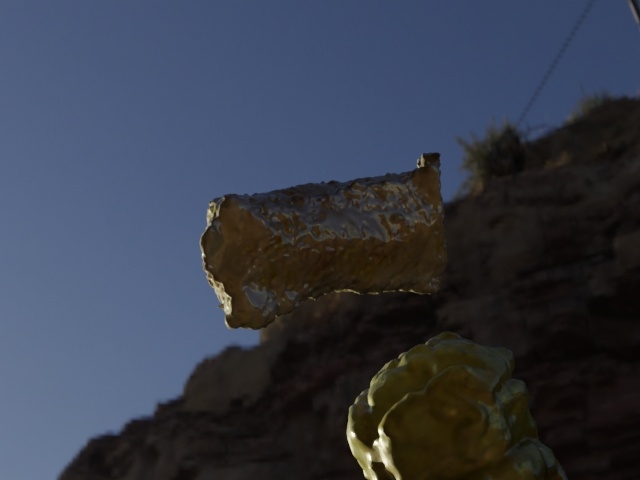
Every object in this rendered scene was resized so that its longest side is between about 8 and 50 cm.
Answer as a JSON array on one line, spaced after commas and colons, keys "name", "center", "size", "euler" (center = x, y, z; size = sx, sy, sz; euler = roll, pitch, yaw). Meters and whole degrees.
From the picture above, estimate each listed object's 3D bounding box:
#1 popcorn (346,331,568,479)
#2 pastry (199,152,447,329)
[{"name": "popcorn", "center": [0.129, 0.206, 1.254], "size": [0.195, 0.255, 0.256], "euler": [-12, -46, 2]}, {"name": "pastry", "center": [0.003, 0.006, 1.077], "size": [0.258, 0.121, 0.089], "euler": [-13, -3, -35]}]
